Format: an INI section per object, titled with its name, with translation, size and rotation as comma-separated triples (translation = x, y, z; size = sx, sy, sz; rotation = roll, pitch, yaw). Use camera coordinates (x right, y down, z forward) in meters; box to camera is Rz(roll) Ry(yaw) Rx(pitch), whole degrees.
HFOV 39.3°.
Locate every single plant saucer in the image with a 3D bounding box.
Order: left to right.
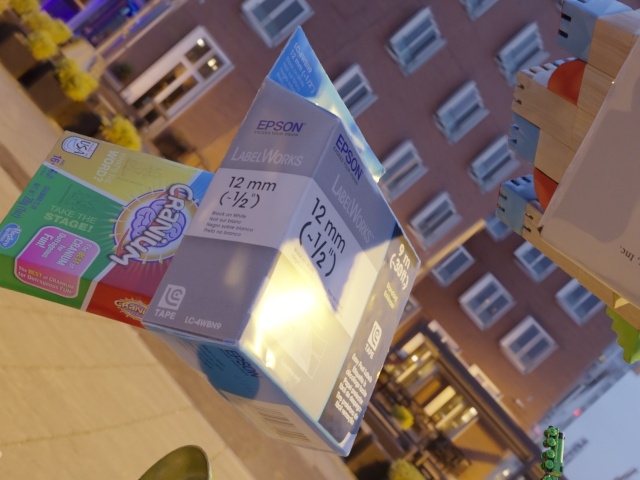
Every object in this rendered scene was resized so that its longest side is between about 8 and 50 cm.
[plant saucer]
translation = -0.187, 0.337, 0.975
size = 0.037, 0.241, 0.241
rotation = 40, 1, -19

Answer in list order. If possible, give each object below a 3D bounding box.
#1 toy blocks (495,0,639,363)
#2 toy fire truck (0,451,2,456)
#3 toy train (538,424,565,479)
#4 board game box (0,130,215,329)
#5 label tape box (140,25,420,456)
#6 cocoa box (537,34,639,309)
[toy blocks]
translation = 0.307, -0.102, 0.943
size = 0.261, 0.191, 0.381
rotation = 48, -34, 45
[toy fire truck]
translation = -0.629, 0.259, 1.452
size = 0.217, 0.158, 0.246
rotation = 22, -60, 40
[toy train]
translation = 0.252, 0.242, 0.970
size = 0.024, 0.083, 0.017
rotation = 18, -28, -8
[board game box]
translation = -0.223, -0.005, 1.141
size = 0.316, 0.242, 0.064
rotation = 16, -45, 0
[label tape box]
translation = 0.000, 0.000, 0.883
size = 0.115, 0.347, 0.249
rotation = 9, -28, 32
[cocoa box]
translation = 0.357, -0.009, 0.511
size = 0.228, 0.231, 0.347
rotation = -2, 33, -43
